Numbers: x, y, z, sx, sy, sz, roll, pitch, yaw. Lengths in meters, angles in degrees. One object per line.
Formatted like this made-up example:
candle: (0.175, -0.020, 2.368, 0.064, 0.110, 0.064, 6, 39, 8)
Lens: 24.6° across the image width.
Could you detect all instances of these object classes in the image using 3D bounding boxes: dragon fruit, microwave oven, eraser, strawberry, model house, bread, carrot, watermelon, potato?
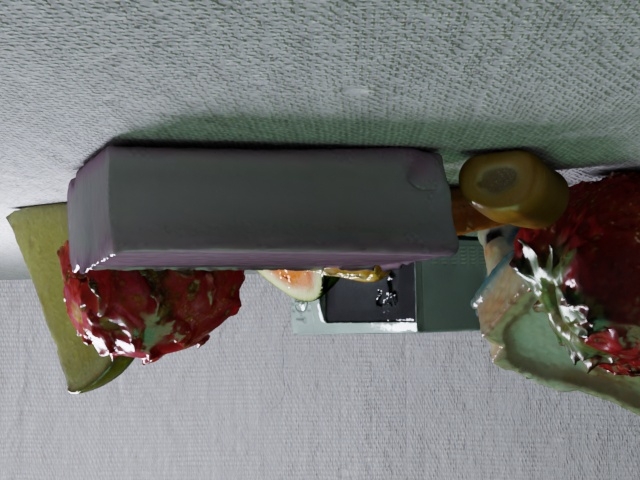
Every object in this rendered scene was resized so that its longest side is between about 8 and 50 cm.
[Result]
dragon fruit: (-0.182, 0.032, 1.756, 0.268, 0.210, 0.205, -39, -152, -9)
microwave oven: (0.122, 0.074, 2.570, 0.295, 0.181, 0.237, -5, 176, 44)
eraser: (-0.069, -0.029, 1.549, 0.359, 0.122, 0.272, -1, 174, -18)
strawberry: (0.386, 0.026, 1.759, 0.277, 0.257, 0.257, -31, 180, -9)
model house: (0.383, 0.054, 2.093, 0.312, 0.245, 0.280, 22, -147, -14)
bread: (0.219, -0.052, 1.616, 0.093, 0.074, 0.239, -8, 174, 18)
carrot: (0.199, -0.038, 1.868, 0.205, 0.072, 0.072, -6, 177, -16)
watermelon: (-0.025, 0.032, 2.304, 0.159, 0.128, 0.303, 1, 175, -20)
potato: (-0.297, 0.077, 1.962, 0.269, 0.255, 0.112, -5, 173, 39)

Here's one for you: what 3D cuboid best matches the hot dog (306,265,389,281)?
hot dog: (0.000, 0.000, 1.948, 0.269, 0.072, 0.115, 9, -133, 40)
